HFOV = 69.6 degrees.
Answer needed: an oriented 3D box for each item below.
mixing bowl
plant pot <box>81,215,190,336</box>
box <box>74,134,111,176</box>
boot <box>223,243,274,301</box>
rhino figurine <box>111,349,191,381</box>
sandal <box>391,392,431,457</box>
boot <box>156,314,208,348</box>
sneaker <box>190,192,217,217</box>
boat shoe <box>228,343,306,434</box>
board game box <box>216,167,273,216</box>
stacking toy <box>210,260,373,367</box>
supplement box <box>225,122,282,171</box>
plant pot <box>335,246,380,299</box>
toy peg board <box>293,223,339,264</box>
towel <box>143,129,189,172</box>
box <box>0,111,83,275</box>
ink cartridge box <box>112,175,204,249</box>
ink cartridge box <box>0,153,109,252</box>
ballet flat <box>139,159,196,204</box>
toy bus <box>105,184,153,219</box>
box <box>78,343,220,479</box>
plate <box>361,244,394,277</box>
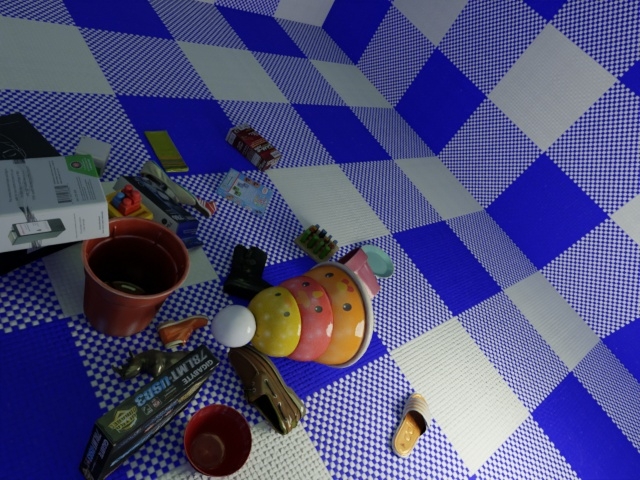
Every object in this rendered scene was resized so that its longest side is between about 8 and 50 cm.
[{"bbox_3d":[-0.281,0.536,1.205,0.181,0.098,0.181,21,42,-20],"label":"mixing bowl"},{"bbox_3d":[-0.541,0.121,1.295,0.272,0.265,0.272,20,41,-19],"label":"plant pot"},{"bbox_3d":[-0.818,-0.302,1.649,0.101,0.087,0.102,16,43,-23],"label":"box"},{"bbox_3d":[-0.214,0.125,1.661,0.246,0.094,0.207,20,45,-10],"label":"boot"},{"bbox_3d":[-0.452,0.354,1.282,0.243,0.073,0.106,9,50,-27],"label":"rhino figurine"},{"bbox_3d":[0.329,0.626,1.577,0.102,0.076,0.265,40,39,4],"label":"sandal"},{"bbox_3d":[-0.410,0.279,1.403,0.157,0.059,0.085,-12,62,-33],"label":"boot"},{"bbox_3d":[-0.456,-0.147,1.795,0.118,0.042,0.067,45,43,-1],"label":"sneaker"},{"bbox_3d":[-0.176,0.436,1.370,0.307,0.111,0.104,43,39,9],"label":"boat shoe"},{"bbox_3d":[-0.317,-0.207,1.958,0.211,0.039,0.160,28,40,-10],"label":"board game box"},{"bbox_3d":[-0.105,0.248,1.392,0.479,0.351,0.351,-2,52,-43],"label":"stacking toy"},{"bbox_3d":[-0.313,-0.440,2.165,0.239,0.073,0.130,42,39,5],"label":"supplement box"},{"bbox_3d":[0.133,0.155,1.827,0.180,0.201,0.201,52,39,-6],"label":"plant pot"},{"bbox_3d":[0.000,0.000,1.954,0.161,0.079,0.160,41,40,5],"label":"toy peg board"},{"bbox_3d":[-0.637,-0.372,1.902,0.102,0.021,0.237,-12,59,-43],"label":"towel"},{"bbox_3d":[-0.904,-0.145,1.335,0.395,0.212,0.293,45,40,9],"label":"box"},{"bbox_3d":[-0.549,-0.102,1.619,0.332,0.065,0.165,41,11,3],"label":"ink cartridge box"},{"bbox_3d":[-0.698,-0.097,1.133,0.289,0.122,0.211,-11,51,-31],"label":"ink cartridge box"},{"bbox_3d":[-0.584,-0.200,1.740,0.248,0.086,0.086,40,39,7],"label":"ballet flat"},{"bbox_3d":[-0.608,-0.065,1.474,0.220,0.211,0.149,42,38,4],"label":"toy bus"},{"bbox_3d":[-0.404,0.410,1.087,0.073,0.293,0.295,43,39,11],"label":"box"},{"bbox_3d":[0.249,0.099,2.081,0.188,0.024,0.188,20,43,-20],"label":"plate"}]
